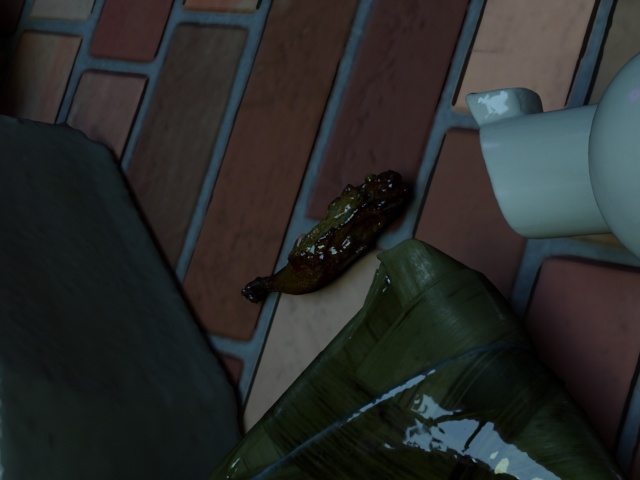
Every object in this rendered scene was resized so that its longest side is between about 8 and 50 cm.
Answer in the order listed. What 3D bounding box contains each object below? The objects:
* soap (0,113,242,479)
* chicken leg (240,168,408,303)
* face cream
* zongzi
[{"bbox_3d":[-0.256,0.145,1.094,0.350,0.213,0.435,-48,48,16],"label":"soap"},{"bbox_3d":[0.000,0.003,1.036,0.145,0.037,0.062,-43,27,21],"label":"chicken leg"},{"bbox_3d":[0.227,-0.044,0.771,0.369,0.145,0.145,-6,70,43],"label":"face cream"},{"bbox_3d":[0.057,0.152,0.869,0.221,0.112,0.242,-48,49,15],"label":"zongzi"}]
